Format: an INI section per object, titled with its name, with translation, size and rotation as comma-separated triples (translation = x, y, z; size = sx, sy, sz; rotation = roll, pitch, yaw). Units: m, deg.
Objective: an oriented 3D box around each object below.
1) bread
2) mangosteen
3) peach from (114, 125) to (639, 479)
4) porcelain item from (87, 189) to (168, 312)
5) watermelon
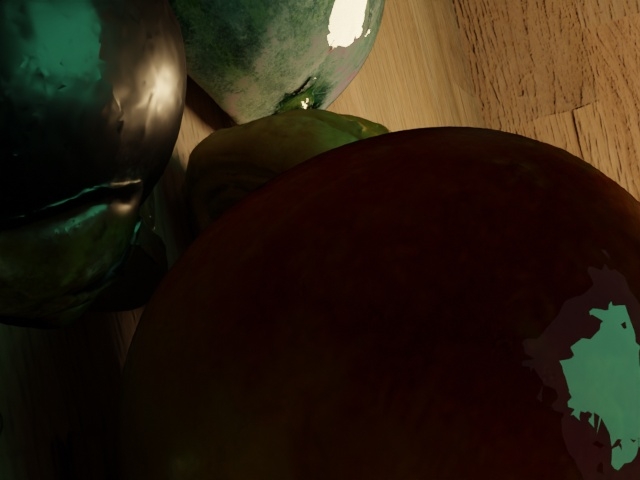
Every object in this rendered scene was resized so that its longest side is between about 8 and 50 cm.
[bread]
translation = 0.002, -0.001, 0.965
size = 0.236, 0.198, 0.120
rotation = 66, 35, -29
[mangosteen]
translation = -0.158, -0.035, 0.511
size = 0.211, 0.211, 0.250
rotation = -19, 105, -73
[peach]
translation = 0.077, 0.102, 0.745
size = 0.388, 0.388, 0.388
rotation = -15, 90, -73
[porcelain item]
translation = -0.139, -0.057, 0.810
size = 0.081, 0.069, 0.215
rotation = 50, 25, -45
[watermelon]
translation = -0.022, -0.195, 1.065
size = 0.322, 0.188, 0.175
rotation = 6, 66, -65
